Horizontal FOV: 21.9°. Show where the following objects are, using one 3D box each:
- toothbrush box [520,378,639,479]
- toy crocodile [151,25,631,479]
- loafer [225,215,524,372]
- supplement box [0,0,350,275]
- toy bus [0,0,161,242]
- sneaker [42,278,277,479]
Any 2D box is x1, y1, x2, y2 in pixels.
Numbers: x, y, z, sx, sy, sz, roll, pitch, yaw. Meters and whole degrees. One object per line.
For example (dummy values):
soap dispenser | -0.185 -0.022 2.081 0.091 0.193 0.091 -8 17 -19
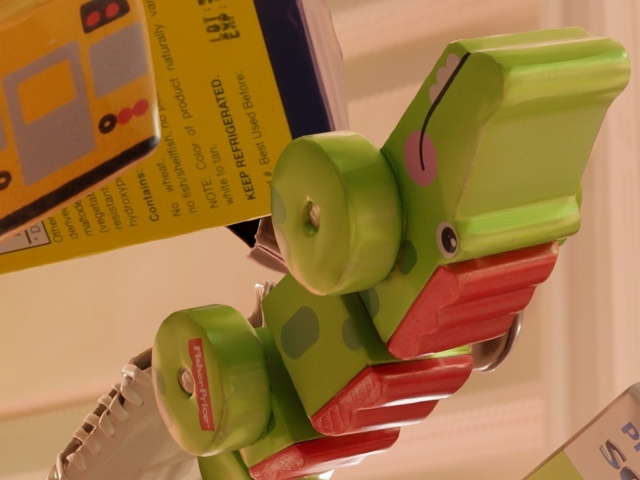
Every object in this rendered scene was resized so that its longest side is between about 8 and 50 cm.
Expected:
toothbrush box | 0.178 0.121 0.742 0.206 0.283 0.122 -27 -108 -30
toy crocodile | 0.024 0.034 0.702 0.340 0.115 0.105 -53 -126 45
loafer | 0.000 0.000 1.325 0.366 0.130 0.134 33 -55 32
supplement box | -0.176 -0.114 0.960 0.356 0.194 0.195 -12 -149 5
toy bus | -0.211 -0.119 0.728 0.108 0.130 0.333 -33 -129 -26
sneaker | -0.098 0.113 0.929 0.235 0.095 0.090 -33 -154 -3
